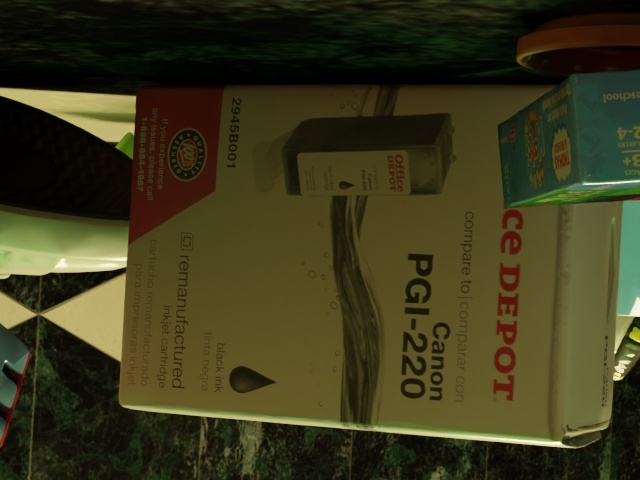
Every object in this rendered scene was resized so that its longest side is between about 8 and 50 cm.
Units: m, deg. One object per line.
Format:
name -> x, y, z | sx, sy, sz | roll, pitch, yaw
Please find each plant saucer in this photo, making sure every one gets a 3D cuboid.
plant saucer -> 0.108, -0.066, 0.557 | 0.084, 0.013, 0.083 | 3, 179, 0

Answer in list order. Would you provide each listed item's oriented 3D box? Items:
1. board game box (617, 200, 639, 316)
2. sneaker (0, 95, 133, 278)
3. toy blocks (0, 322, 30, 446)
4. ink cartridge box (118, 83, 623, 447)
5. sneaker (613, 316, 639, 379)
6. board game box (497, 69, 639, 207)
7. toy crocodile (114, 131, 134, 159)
board game box -> 0.157, -0.018, 0.948 | 0.169, 0.133, 0.033 | 2, -141, 20
sneaker -> -0.225, -0.010, 0.830 | 0.290, 0.123, 0.106 | 9, -147, -6
toy blocks -> -0.286, 0.055, 0.707 | 0.381, 0.190, 0.261 | 1, 151, 25
ink cartridge box -> 0.024, 0.009, 0.767 | 0.218, 0.158, 0.092 | 2, 178, 21
sneaker -> 0.197, 0.002, 1.334 | 0.147, 0.145, 0.384 | 34, -179, 0
board game box -> 0.178, -0.039, 0.568 | 0.212, 0.039, 0.160 | -5, 179, -2
toy crocodile -> 0.011, -0.022, 0.911 | 0.341, 0.105, 0.115 | 0, -142, 44
